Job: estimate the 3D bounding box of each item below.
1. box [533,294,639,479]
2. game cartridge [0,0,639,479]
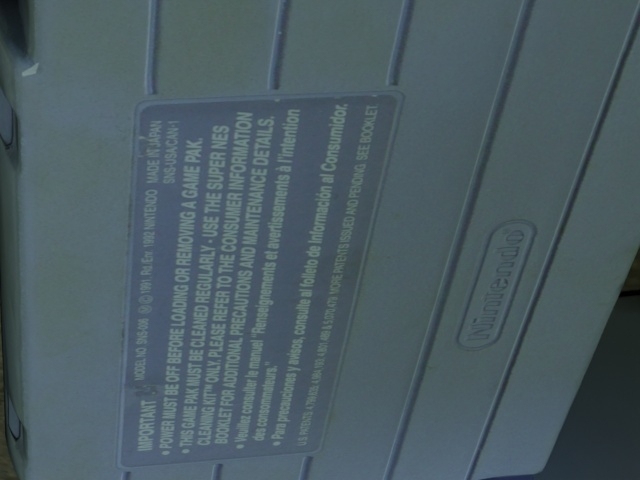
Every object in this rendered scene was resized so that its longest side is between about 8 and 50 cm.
[{"bbox_3d":[0.168,0.127,0.769,0.182,0.181,0.119,-6,146,27],"label":"box"},{"bbox_3d":[0.000,0.000,0.593,0.230,0.068,0.355,0,141,-10],"label":"game cartridge"}]
